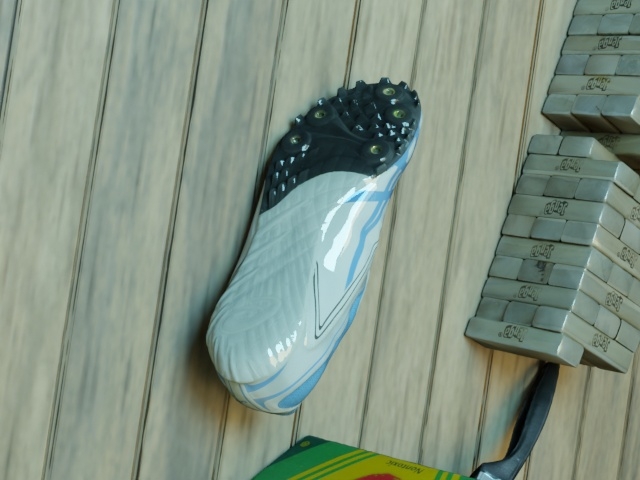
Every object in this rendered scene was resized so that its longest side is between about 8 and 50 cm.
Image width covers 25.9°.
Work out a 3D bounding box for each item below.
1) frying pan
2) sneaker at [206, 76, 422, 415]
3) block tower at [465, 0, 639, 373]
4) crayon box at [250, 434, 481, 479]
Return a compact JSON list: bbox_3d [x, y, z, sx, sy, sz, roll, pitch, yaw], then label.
[{"bbox_3d":[0.116,0.198,0.955,0.053,0.197,0.326,28,71,-4],"label":"frying pan"},{"bbox_3d":[0.000,0.000,0.884,0.237,0.085,0.086,-64,156,-21],"label":"sneaker"},{"bbox_3d":[0.221,-0.061,1.059,0.097,0.091,0.335,31,75,-39],"label":"block tower"},{"bbox_3d":[-0.037,0.243,0.786,0.318,0.202,0.081,-36,116,-34],"label":"crayon box"}]
